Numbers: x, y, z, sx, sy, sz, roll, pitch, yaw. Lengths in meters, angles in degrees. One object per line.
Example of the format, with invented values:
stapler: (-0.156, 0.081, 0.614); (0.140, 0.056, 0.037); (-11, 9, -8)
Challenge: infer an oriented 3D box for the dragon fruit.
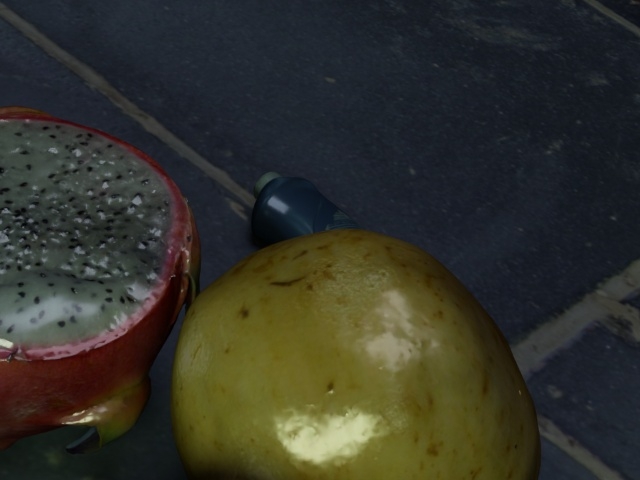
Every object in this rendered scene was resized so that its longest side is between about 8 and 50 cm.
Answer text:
dragon fruit: (-0.245, 0.051, 1.233); (0.290, 0.189, 0.291); (7, 43, -6)

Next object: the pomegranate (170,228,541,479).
pomegranate: (0.020, 0.130, 1.161); (0.307, 0.307, 0.307); (13, 37, -10)

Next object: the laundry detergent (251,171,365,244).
laundry detergent: (0.000, -0.001, 1.503); (0.096, 0.061, 0.206); (-19, 50, -38)
